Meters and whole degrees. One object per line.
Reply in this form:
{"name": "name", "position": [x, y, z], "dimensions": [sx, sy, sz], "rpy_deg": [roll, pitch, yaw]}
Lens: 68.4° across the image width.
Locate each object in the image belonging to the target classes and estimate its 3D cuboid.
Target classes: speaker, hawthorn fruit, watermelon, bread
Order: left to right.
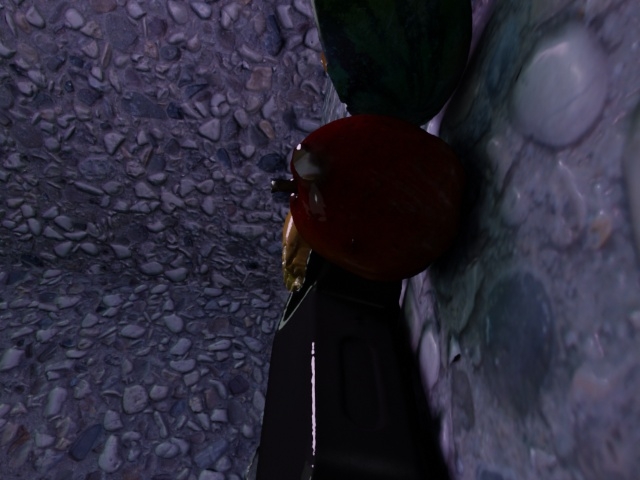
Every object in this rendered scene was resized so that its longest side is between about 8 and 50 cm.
{"name": "bread", "position": [0.020, -0.004, 0.829], "dimensions": [0.133, 0.179, 0.250], "rpy_deg": [102, 174, -73]}
{"name": "speaker", "position": [0.034, 0.167, 0.525], "dimensions": [0.388, 0.180, 0.184], "rpy_deg": [-93, 17, -61]}
{"name": "hawthorn fruit", "position": [0.047, -0.044, 0.507], "dimensions": [0.185, 0.202, 0.185], "rpy_deg": [-173, 90, -76]}
{"name": "watermelon", "position": [0.072, -0.202, 0.509], "dimensions": [0.128, 0.146, 0.231], "rpy_deg": [16, 133, 47]}

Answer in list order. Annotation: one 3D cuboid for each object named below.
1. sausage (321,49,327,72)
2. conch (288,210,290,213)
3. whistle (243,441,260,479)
{"name": "sausage", "position": [0.095, -0.347, 0.709], "dimensions": [0.123, 0.136, 0.501], "rpy_deg": [-65, 7, -7]}
{"name": "conch", "position": [0.000, 0.000, 1.136], "dimensions": [0.163, 0.178, 0.245], "rpy_deg": [0, 115, 46]}
{"name": "whistle", "position": [-0.032, 0.358, 0.820], "dimensions": [0.168, 0.188, 0.405], "rpy_deg": [106, 169, -58]}
